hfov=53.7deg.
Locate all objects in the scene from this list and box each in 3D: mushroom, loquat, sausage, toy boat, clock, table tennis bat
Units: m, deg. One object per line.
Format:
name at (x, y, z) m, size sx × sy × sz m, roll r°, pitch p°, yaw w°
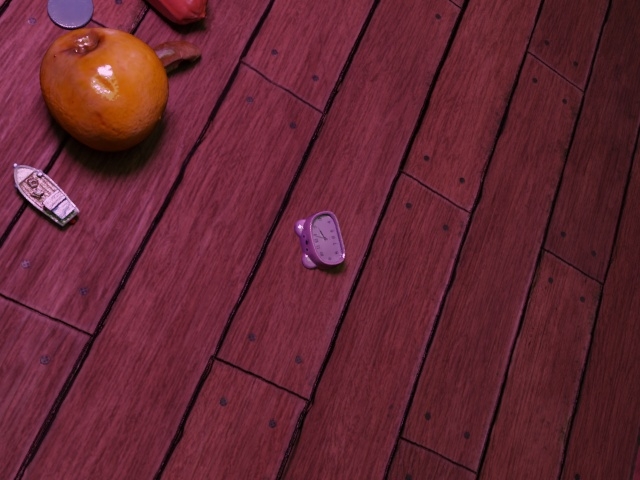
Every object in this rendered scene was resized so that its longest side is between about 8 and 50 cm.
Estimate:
mushroom at (-0.385, -0.445, 1.560) m, size 0.210 × 0.094 × 0.072 m, roll -41°, pitch 99°, yaw -21°
loquat at (-0.470, -0.331, 1.406) m, size 0.275 × 0.275 × 0.274 m, roll 5°, pitch 76°, yaw -23°
sausage at (-0.382, -0.648, 1.576) m, size 0.254 × 0.148 × 0.148 m, roll 47°, pitch 65°, yaw -7°
toy boat at (-0.611, -0.103, 1.399) m, size 0.173 × 0.059 × 0.069 m, roll 46°, pitch 65°, yaw -8°
clock at (0.000, 0.000, 1.647) m, size 0.110 × 0.050 × 0.152 m, roll -10°, pitch 83°, yaw -25°
table tennis bat at (-0.594, -0.579, 1.536) m, size 0.100 × 0.019 × 0.155 m, roll 34°, pitch 69°, yaw -13°
